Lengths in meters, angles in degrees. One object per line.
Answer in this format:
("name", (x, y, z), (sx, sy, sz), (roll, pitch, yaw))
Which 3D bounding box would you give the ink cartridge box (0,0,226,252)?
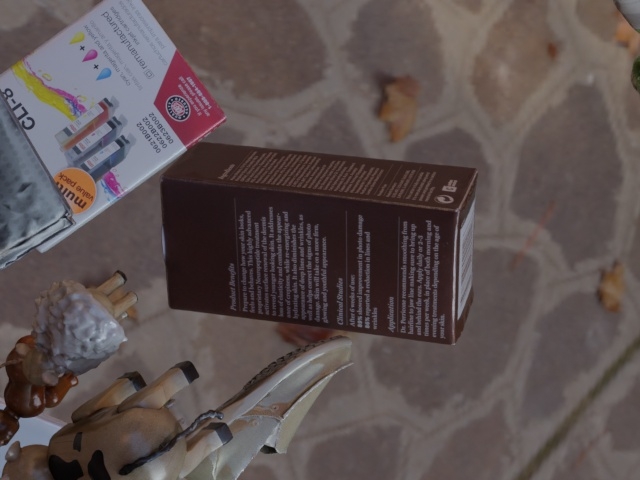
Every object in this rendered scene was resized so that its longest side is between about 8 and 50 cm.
("ink cartridge box", (-0.182, -0.092, 1.087), (0.176, 0.127, 0.128), (-37, 98, -3))

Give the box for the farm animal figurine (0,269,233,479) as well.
("farm animal figurine", (-0.215, 0.231, 1.361), (0.172, 0.327, 0.330), (-36, 86, -39))

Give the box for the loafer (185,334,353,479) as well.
("loafer", (-0.061, 0.209, 1.675), (0.268, 0.102, 0.092), (-34, 93, -19))

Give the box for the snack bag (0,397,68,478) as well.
("snack bag", (-0.458, 0.292, 1.731), (0.343, 0.037, 0.323), (26, 122, -23))

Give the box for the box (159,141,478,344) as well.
("box", (0.000, 0.000, 1.764), (0.143, 0.381, 0.191), (-59, 152, -60))

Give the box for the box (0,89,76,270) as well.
("box", (-0.228, -0.060, 0.405), (0.216, 0.060, 0.270), (-32, 126, -11))

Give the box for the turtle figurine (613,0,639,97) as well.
("turtle figurine", (0.329, -0.160, 1.080), (0.274, 0.198, 0.266), (-49, 134, -10))
